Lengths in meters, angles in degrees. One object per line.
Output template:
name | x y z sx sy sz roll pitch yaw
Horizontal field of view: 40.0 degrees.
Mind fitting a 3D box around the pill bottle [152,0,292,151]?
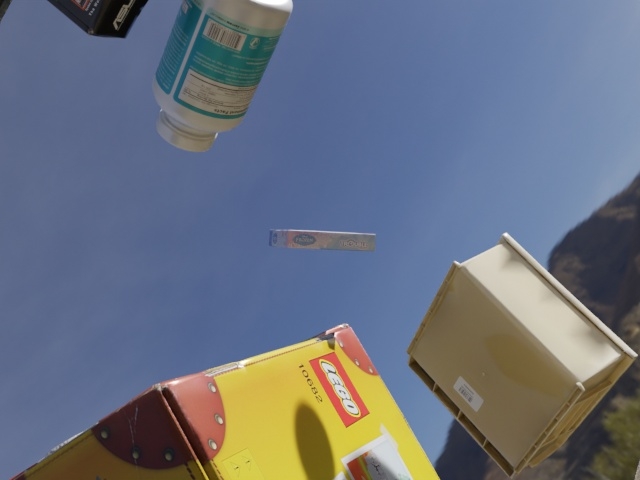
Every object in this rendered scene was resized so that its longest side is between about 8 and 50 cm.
pill bottle | -0.154 -0.259 1.273 0.146 0.146 0.264 -22 -32 -52

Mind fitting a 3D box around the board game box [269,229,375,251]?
board game box | 0.000 0.000 0.904 0.090 0.090 0.020 179 94 -75

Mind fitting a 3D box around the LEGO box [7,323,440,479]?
LEGO box | 0.013 0.341 0.714 0.193 0.500 0.372 -34 -12 18

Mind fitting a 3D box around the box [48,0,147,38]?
box | -0.292 -0.516 1.144 0.395 0.318 0.097 -53 -12 20

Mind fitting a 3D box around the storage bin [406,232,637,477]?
storage bin | 0.284 0.181 1.331 0.123 0.262 0.260 -22 -33 -36

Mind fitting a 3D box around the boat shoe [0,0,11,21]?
boat shoe | -0.502 -0.290 1.214 0.083 0.065 0.183 29 -69 -36

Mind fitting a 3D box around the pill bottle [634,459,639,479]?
pill bottle | 0.331 0.193 0.520 0.161 0.161 0.283 -49 18 -11
